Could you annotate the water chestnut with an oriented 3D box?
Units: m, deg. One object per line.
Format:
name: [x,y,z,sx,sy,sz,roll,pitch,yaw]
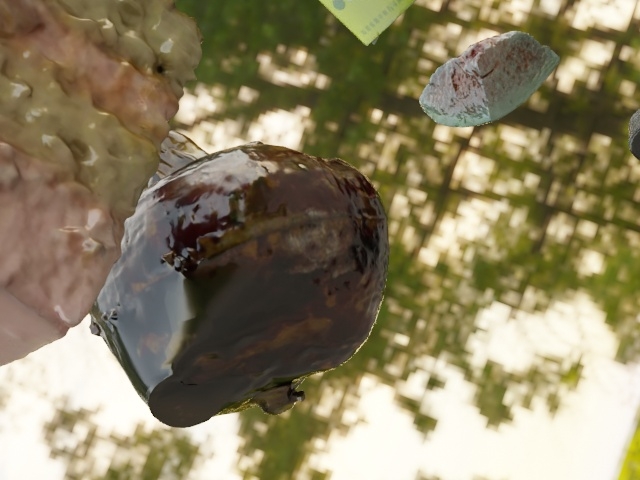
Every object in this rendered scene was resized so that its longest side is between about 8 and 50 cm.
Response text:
water chestnut: [-0.101,0.008,1.810,0.335,0.335,0.346,74,174,-71]

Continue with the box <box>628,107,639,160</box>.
box: [0.548,-0.185,2.054,0.350,0.211,0.058,-51,13,29]

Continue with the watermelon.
watermelon: [0.182,-0.178,1.984,0.180,0.094,0.081,-36,15,38]

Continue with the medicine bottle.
medicine bottle: [0.044,-0.425,2.444,0.137,0.250,0.141,-39,11,42]

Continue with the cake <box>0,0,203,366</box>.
cake: [-0.296,-0.084,1.356,0.293,0.314,0.306,-31,36,54]
